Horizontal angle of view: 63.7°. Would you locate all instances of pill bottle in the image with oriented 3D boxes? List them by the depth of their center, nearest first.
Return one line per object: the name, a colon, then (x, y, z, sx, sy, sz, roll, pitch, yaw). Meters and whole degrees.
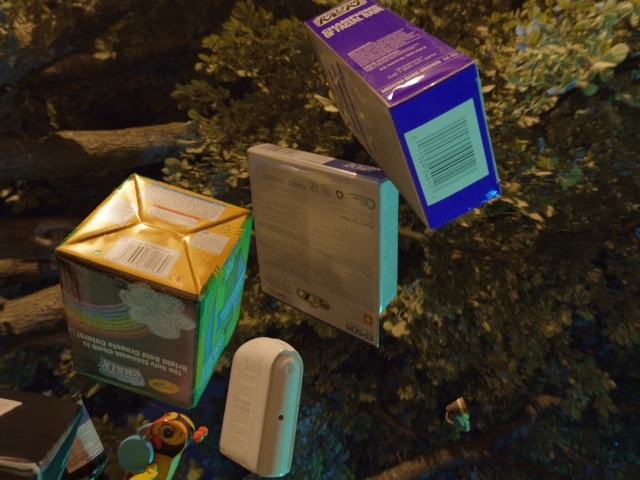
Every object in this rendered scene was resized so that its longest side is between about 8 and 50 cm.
pill bottle: (-0.532, 0.448, 1.092, 0.123, 0.123, 0.219, -23, -88, 12)

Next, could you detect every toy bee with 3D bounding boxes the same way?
toy bee: (-0.316, 0.417, 1.029, 0.162, 0.195, 0.298, 8, -69, 8)

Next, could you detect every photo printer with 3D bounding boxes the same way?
photo printer: (-0.149, 0.400, 1.292, 0.107, 0.256, 0.307, 14, -105, -30)

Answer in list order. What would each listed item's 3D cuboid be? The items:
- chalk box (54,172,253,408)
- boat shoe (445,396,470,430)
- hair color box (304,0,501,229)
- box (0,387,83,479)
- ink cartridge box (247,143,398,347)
chalk box: (-0.158, 0.067, 0.518, 0.133, 0.132, 0.212, 18, -50, 2)
boat shoe: (0.303, 0.389, 1.147, 0.049, 0.152, 0.056, -15, -130, 7)
hair color box: (0.097, -0.189, 0.690, 0.110, 0.338, 0.185, -28, -50, 0)
box: (-0.322, 0.291, 0.308, 0.212, 0.293, 0.395, 17, -107, -17)
ink cartridge box: (0.000, 0.000, 0.991, 0.324, 0.071, 0.329, 20, -54, 37)
